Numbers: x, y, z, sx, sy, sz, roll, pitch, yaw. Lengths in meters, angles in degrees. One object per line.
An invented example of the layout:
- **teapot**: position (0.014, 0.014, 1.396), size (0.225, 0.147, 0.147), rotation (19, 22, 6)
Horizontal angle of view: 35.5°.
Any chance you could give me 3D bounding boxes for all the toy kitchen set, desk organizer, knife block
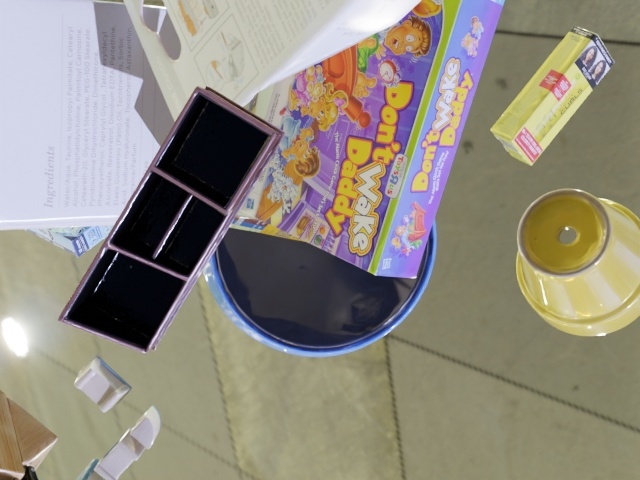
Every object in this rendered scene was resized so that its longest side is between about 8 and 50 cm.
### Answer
- **toy kitchen set**: position (-0.379, 0.318, 1.657), size (0.166, 0.207, 0.122), rotation (43, -175, -5)
- **desk organizer**: position (-0.071, -0.008, 0.480), size (0.047, 0.130, 0.050), rotation (31, -175, -3)
- **knife block**: position (-0.450, 0.277, 1.236), size (0.276, 0.242, 0.088), rotation (39, 106, 4)

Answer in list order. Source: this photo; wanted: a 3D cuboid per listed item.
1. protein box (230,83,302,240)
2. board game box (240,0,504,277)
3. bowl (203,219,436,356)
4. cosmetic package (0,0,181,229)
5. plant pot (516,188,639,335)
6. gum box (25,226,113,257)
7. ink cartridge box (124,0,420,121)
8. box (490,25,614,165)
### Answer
- **protein box**: position (-0.012, -0.105, 1.396), size (0.136, 0.200, 0.201), rotation (151, 130, -78)
- **board game box**: position (0.053, -0.160, 1.151), size (0.233, 0.078, 0.347), rotation (25, 103, 40)
- **bowl**: position (0.000, 0.000, 1.612), size (0.077, 0.391, 0.391), rotation (-146, 33, -81)
- **cosmetic package**: position (-0.446, -0.202, 1.492), size (0.329, 0.394, 0.327), rotation (18, 107, 51)
- **plant pot**: position (0.464, 0.025, 1.798), size (0.254, 0.254, 0.239), rotation (36, 180, 31)
- **gum box**: position (-0.416, -0.059, 1.783), size (0.157, 0.184, 0.041), rotation (23, 141, 36)
- **ink cartridge box**: position (-0.046, -0.298, 0.908), size (0.385, 0.091, 0.308), rotation (-37, 71, 43)
- **box**: position (0.396, -0.247, 1.707), size (0.087, 0.232, 0.058), rotation (42, 178, -42)
